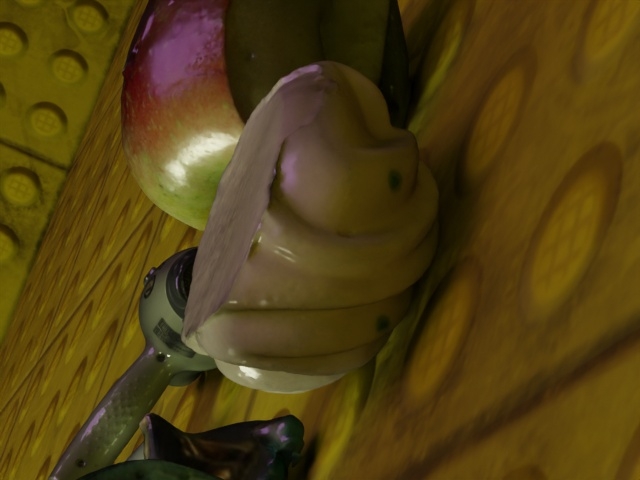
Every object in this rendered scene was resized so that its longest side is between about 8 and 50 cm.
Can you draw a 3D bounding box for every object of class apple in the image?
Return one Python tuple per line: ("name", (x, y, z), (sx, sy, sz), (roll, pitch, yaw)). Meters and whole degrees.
("apple", (-0.036, -0.102, 1.134), (0.207, 0.173, 0.188), (45, -143, -58))

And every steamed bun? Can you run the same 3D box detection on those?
("steamed bun", (0.000, 0.000, 0.959), (0.183, 0.106, 0.183), (-160, 90, -79))

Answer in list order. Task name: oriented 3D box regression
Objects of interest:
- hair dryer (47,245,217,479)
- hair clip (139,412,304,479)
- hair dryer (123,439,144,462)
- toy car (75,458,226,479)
("hair dryer", (-0.121, 0.104, 1.292), (0.225, 0.088, 0.219), (-55, -4, 0))
("hair clip", (-0.095, 0.263, 0.992), (0.110, 0.095, 0.359), (7, 80, 41))
("hair dryer", (-0.127, 0.201, 1.292), (0.063, 0.038, 0.124), (130, 154, -51))
("toy car", (-0.107, 0.261, 0.870), (0.125, 0.136, 0.306), (104, -174, -74))
